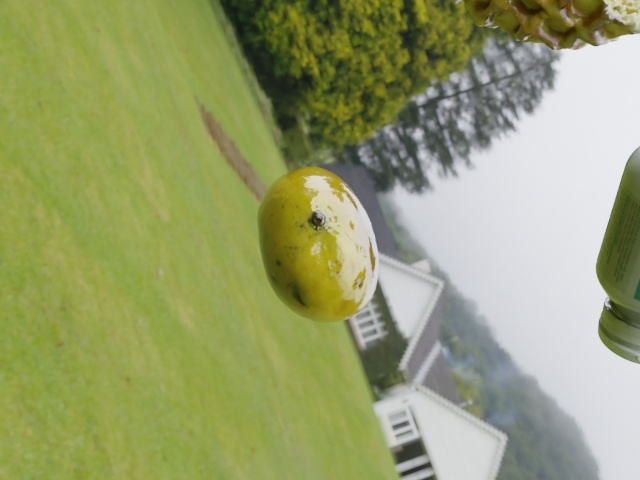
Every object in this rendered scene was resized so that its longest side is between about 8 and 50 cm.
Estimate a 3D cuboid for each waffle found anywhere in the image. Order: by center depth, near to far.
[{"bbox_3d":[0.257,-0.363,1.131,0.151,0.261,0.324,-56,148,-38],"label":"waffle"}]

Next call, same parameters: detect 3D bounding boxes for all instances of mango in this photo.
[{"bbox_3d":[0.000,0.000,0.705,0.161,0.076,0.103,-68,138,-80],"label":"mango"}]

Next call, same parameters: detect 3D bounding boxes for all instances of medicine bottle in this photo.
[{"bbox_3d":[0.354,0.017,1.056,0.135,0.135,0.215,-115,-152,-56],"label":"medicine bottle"}]
